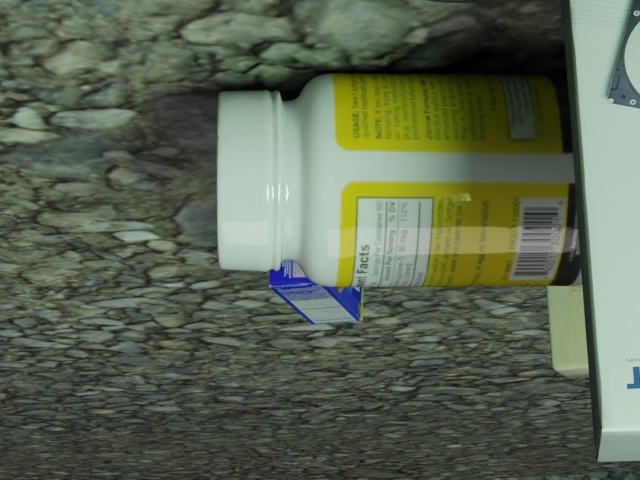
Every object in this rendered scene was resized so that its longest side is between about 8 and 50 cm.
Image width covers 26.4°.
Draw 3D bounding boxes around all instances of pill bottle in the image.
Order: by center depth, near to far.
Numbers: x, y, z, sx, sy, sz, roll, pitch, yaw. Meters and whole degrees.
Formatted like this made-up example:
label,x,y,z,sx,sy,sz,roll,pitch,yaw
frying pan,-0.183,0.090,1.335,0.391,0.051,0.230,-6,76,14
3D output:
label,x,y,z,sx,sy,sz,roll,pitch,yaw
pill bottle,0.047,-0.033,0.757,0.208,0.119,0.119,0,163,-3

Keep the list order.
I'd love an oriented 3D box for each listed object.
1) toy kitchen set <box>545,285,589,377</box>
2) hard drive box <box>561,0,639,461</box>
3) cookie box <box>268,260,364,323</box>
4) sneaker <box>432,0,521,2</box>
label,x,y,z,sx,sy,sz,roll,pitch,yaw
toy kitchen set,0.287,0.040,1.001,0.207,0.122,0.166,-9,161,24
hard drive box,0.203,-0.026,0.599,0.181,0.232,0.089,-4,163,9
cookie box,0.000,0.000,0.909,0.040,0.092,0.107,-2,164,14
sneaker,0.132,-0.141,0.482,0.286,0.109,0.130,-1,174,24
